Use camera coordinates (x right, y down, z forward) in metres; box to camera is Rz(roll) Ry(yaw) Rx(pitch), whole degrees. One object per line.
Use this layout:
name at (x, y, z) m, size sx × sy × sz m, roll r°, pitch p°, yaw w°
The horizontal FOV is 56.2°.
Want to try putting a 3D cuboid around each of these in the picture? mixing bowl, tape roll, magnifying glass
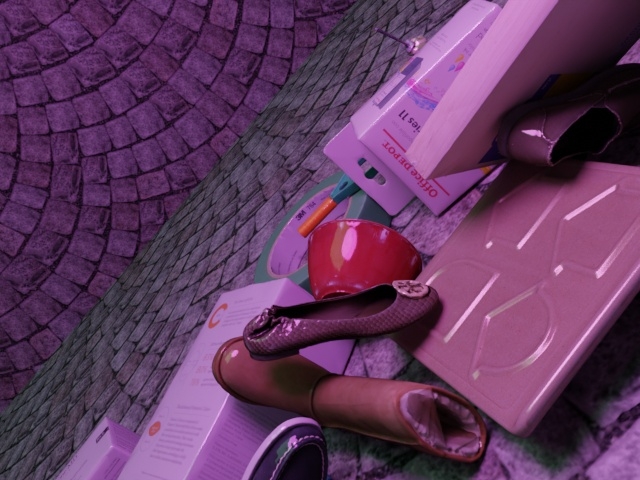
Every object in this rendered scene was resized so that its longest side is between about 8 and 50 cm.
mixing bowl at (0.055, 0.063, 0.893) m, size 0.181 × 0.181 × 0.098 m, roll -26°, pitch 35°, yaw 43°
tape roll at (0.000, 0.000, 1.210) m, size 0.321 × 0.077 × 0.321 m, roll -38°, pitch 26°, yaw 23°
magnifying glass at (0.041, -0.096, 1.156) m, size 0.231 × 0.026 × 0.092 m, roll -48°, pitch 24°, yaw 5°

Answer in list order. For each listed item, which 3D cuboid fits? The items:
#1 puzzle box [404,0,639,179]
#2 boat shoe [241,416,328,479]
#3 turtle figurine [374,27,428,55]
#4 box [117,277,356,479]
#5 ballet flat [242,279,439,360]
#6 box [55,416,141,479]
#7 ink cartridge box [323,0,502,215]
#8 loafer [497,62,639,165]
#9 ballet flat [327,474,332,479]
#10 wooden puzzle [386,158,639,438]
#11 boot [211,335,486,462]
puzzle box at (0.297, -0.245, 0.716) m, size 0.272 × 0.052 × 0.408 m, roll -15°, pitch -30°, yaw -40°
boat shoe at (-0.044, 0.353, 0.670) m, size 0.091 × 0.114 × 0.302 m, roll 24°, pitch 102°, yaw 58°
turtle figurine at (0.153, -0.294, 1.187) m, size 0.275 × 0.197 × 0.266 m, roll -7°, pitch 4°, yaw -5°
box at (-0.121, 0.254, 0.928) m, size 0.215 × 0.168 × 0.345 m, roll -17°, pitch 40°, yaw 51°
ballet flat at (0.027, 0.086, 0.734) m, size 0.250 × 0.058 × 0.084 m, roll -13°, pitch 16°, yaw -9°
box at (-0.346, 0.438, 1.027) m, size 0.181 × 0.182 × 0.119 m, roll -54°, pitch 24°, yaw -8°
ink cartridge box at (0.195, -0.189, 0.987) m, size 0.353 × 0.207 × 0.119 m, roll -43°, pitch 23°, yaw 17°
loafer at (0.344, -0.145, 0.743) m, size 0.251 × 0.094 × 0.087 m, roll -23°, pitch 42°, yaw -12°
ballet flat at (0.004, 0.322, 0.774) m, size 0.114 × 0.041 × 0.041 m, roll -7°, pitch 47°, yaw 58°
wooden puzzle at (0.250, 0.044, 0.720) m, size 0.322 × 0.080 × 0.348 m, roll -51°, pitch 19°, yaw -4°
boot at (0.022, 0.180, 0.716) m, size 0.270 × 0.236 × 0.089 m, roll -13°, pitch 56°, yaw 59°
